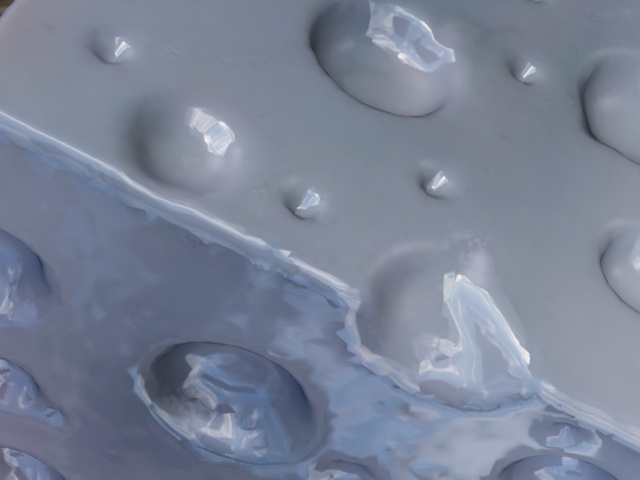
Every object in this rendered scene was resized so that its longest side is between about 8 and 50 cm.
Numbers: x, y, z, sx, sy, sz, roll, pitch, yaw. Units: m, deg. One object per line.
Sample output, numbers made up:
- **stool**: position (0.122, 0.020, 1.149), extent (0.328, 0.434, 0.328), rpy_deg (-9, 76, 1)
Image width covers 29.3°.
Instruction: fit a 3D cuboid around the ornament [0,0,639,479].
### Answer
- **ornament**: position (0.000, 0.000, 0.469), extent (0.239, 0.239, 0.239), rpy_deg (27, 138, -7)
